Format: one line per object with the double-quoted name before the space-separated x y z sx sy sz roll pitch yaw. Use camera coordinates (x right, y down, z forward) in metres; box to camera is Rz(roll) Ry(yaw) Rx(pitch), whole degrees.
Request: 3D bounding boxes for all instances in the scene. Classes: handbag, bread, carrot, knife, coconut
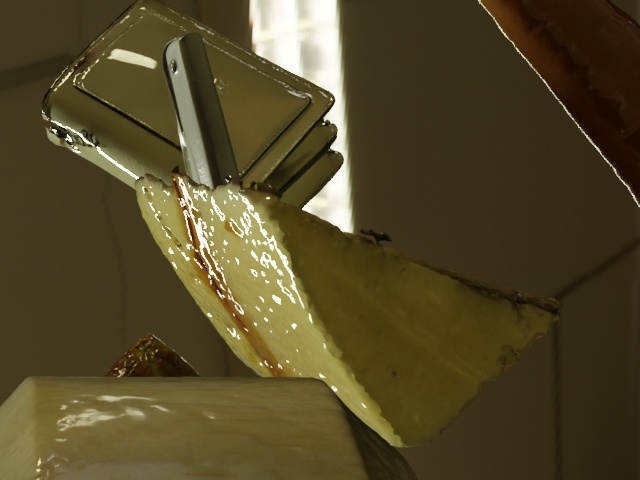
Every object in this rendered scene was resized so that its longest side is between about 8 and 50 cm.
"handbag" -0.174 -0.150 1.818 0.237 0.358 0.160 -46 -27 -26
"bread" 0.000 0.000 0.804 0.135 0.240 0.178 -40 -66 -18
"bread" -0.252 0.227 1.828 0.132 0.103 0.172 44 -111 -2
"carrot" 0.133 -0.101 0.681 0.336 0.069 0.069 46 -124 -11
"knife" -0.126 -0.092 1.445 0.040 0.073 0.266 -10 -95 -40
"coconut" -0.064 0.148 0.492 0.222 0.202 0.202 0 -79 -12
